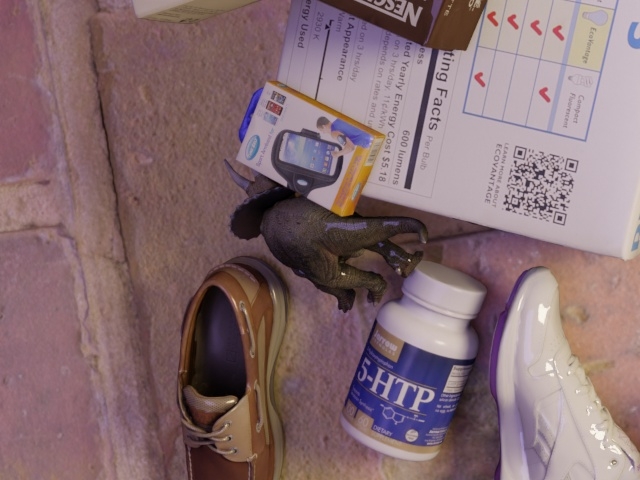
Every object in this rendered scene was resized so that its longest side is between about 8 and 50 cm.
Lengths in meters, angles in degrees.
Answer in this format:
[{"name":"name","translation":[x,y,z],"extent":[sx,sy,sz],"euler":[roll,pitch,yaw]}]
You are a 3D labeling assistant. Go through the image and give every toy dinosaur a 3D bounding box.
[{"name":"toy dinosaur","translation":[0.000,0.000,1.401],"extent":[0.160,0.313,0.121],"euler":[25,92,-24]}]

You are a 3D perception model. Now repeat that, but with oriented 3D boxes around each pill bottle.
[{"name":"pill bottle","translation":[0.100,0.121,1.429],"extent":[0.112,0.112,0.187],"euler":[24,104,20]}]

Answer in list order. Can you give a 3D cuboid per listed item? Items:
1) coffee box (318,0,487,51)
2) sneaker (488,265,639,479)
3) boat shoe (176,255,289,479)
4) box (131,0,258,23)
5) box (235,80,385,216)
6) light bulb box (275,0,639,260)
[{"name":"coffee box","translation":[0.029,-0.270,1.184],"extent":[0.246,0.098,0.141],"euler":[28,106,22]},{"name":"sneaker","translation":[0.246,0.173,1.382],"extent":[0.152,0.114,0.305],"euler":[-1,103,17]},{"name":"boat shoe","translation":[-0.112,0.181,1.525],"extent":[0.123,0.116,0.325],"euler":[4,97,24]},{"name":"box","translation":[-0.025,-0.262,1.103],"extent":[0.275,0.094,0.113],"euler":[-12,89,26]},{"name":"box","translation":[-0.017,-0.087,1.261],"extent":[0.136,0.028,0.081],"euler":[28,106,18]},{"name":"light bulb box","translation":[0.175,-0.198,1.301],"extent":[0.361,0.225,0.358],"euler":[16,101,22]}]
